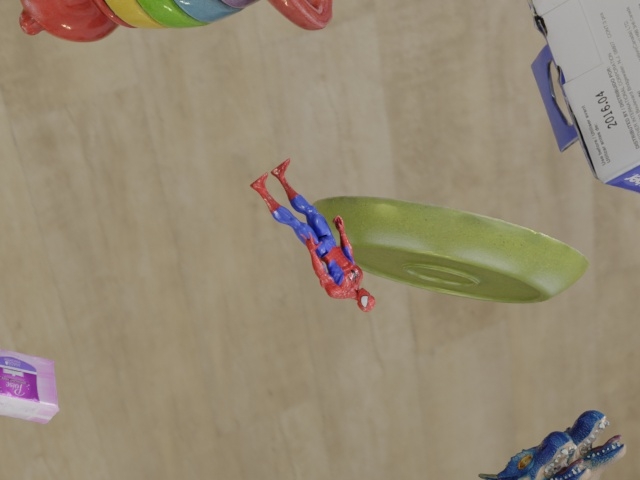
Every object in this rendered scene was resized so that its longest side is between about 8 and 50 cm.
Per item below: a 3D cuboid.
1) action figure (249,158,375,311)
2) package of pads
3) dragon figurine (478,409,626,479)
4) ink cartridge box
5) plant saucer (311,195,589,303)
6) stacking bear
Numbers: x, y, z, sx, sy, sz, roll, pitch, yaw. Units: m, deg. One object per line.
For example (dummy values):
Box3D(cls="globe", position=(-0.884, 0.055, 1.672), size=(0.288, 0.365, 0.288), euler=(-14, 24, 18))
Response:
Box3D(cls="action figure", position=(0.000, 0.000, 0.905), size=(0.038, 0.030, 0.115), euler=(-36, 91, -44))
Box3D(cls="package of pads", position=(-0.251, 0.115, 1.087), size=(0.083, 0.050, 0.032), euler=(19, 133, -40))
Box3D(cls="dragon figurine", position=(0.117, 0.224, 0.721), size=(0.085, 0.144, 0.289), euler=(-12, 134, -38))
Box3D(cls="ink cartridge box", position=(0.337, -0.213, 1.167), size=(0.395, 0.270, 0.151), euler=(-28, 157, 32))
Box3D(cls="plant saucer", position=(0.105, 0.014, 1.152), size=(0.241, 0.241, 0.037), euler=(21, 78, -34))
Box3D(cls="stacking bear", position=(-0.153, -0.261, 1.249), size=(0.289, 0.175, 0.164), euler=(-12, 157, 26))
